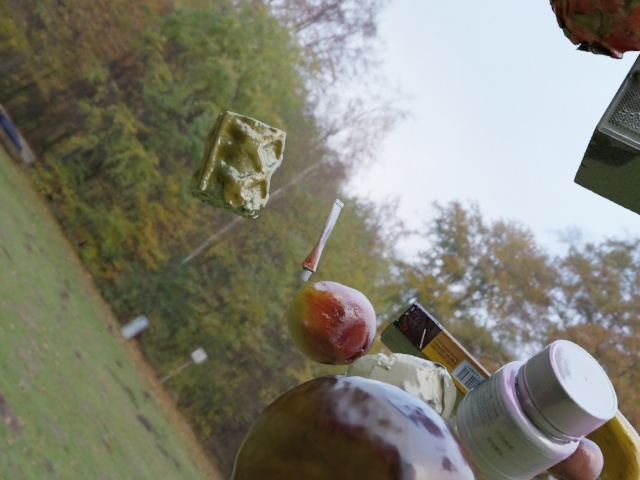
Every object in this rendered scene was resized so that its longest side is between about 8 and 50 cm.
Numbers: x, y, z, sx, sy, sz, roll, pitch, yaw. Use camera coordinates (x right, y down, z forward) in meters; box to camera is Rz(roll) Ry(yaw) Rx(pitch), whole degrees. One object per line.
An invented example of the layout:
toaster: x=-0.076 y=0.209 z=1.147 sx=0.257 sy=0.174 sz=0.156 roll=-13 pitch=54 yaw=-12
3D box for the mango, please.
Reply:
mango: x=0.828 y=0.580 z=2.250 sx=0.176 sy=0.119 sz=0.316 roll=-10 pitch=-74 yaw=56

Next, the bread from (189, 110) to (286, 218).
bread: x=-0.208 y=-0.197 z=2.020 sx=0.196 sy=0.252 sz=0.238 roll=26 pitch=-3 yaw=-19

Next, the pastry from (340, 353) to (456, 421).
pastry: x=0.171 y=0.337 z=1.758 sx=0.265 sy=0.133 sz=0.265 roll=13 pitch=-24 yaw=6

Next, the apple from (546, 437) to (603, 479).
apple: x=0.643 y=0.563 z=2.023 sx=0.153 sy=0.120 sz=0.153 roll=25 pitch=-21 yaw=10

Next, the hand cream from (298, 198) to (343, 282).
hand cream: x=0.001 y=0.000 z=1.925 sx=0.038 sy=0.216 sz=0.052 roll=25 pitch=-4 yaw=-10

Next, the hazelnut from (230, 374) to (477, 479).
hazelnut: x=0.059 y=0.424 z=1.402 sx=0.402 sy=0.429 sz=0.402 roll=30 pitch=57 yaw=-60

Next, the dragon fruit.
dragon fruit: x=0.635 y=-0.547 z=1.725 sx=0.291 sy=0.250 sz=0.269 roll=24 pitch=-24 yaw=10

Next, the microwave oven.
microwave oven: x=0.859 y=-0.191 z=1.824 sx=0.432 sy=0.236 sz=0.374 roll=29 pitch=-13 yaw=17

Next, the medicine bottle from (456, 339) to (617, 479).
medicine bottle: x=0.484 y=0.384 z=1.780 sx=0.241 sy=0.241 sz=0.302 roll=54 pitch=-53 yaw=14

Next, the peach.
peach: x=0.029 y=0.209 z=2.001 sx=0.231 sy=0.231 sz=0.231 roll=53 pitch=-13 yaw=18

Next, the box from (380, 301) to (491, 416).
box: x=0.385 y=0.398 z=2.524 sx=0.415 sy=0.116 sz=0.264 roll=45 pitch=-16 yaw=8

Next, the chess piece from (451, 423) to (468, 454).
chess piece: x=0.494 y=0.496 z=2.214 sx=0.133 sy=0.243 sz=0.133 roll=38 pitch=15 yaw=-12
